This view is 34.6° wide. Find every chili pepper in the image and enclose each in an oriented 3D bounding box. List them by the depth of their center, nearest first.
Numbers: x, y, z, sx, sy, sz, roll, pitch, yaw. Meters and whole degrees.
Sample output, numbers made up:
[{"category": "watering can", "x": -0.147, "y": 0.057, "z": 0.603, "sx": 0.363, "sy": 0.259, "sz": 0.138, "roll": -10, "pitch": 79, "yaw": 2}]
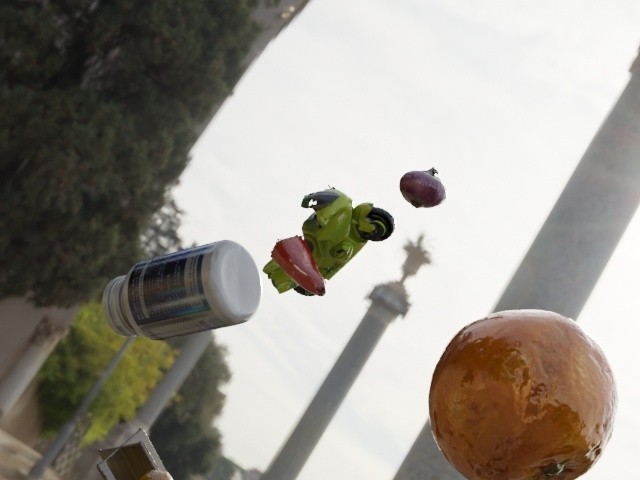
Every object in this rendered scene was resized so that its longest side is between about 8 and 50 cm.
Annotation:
[{"category": "chili pepper", "x": -0.032, "y": 0.064, "z": 2.175, "sx": 0.169, "sy": 0.088, "sz": 0.065, "roll": 53, "pitch": -30, "yaw": 43}]

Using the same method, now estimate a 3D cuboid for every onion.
[{"category": "onion", "x": 0.234, "y": -0.122, "z": 2.324, "sx": 0.115, "sy": 0.104, "sz": 0.115, "roll": 31, "pitch": -12, "yaw": 7}]

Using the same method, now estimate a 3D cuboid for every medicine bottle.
[{"category": "medicine bottle", "x": -0.177, "y": 0.068, "z": 1.295, "sx": 0.191, "sy": 0.107, "sz": 0.107, "roll": -14, "pitch": -41, "yaw": 29}]

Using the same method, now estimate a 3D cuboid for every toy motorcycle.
[{"category": "toy motorcycle", "x": 0.000, "y": 0.001, "z": 2.364, "sx": 0.206, "sy": 0.142, "sz": 0.342, "roll": 43, "pitch": -56, "yaw": -9}]

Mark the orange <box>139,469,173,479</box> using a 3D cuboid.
[{"category": "orange", "x": -0.306, "y": 0.467, "z": 1.903, "sx": 0.085, "sy": 0.085, "sz": 0.085, "roll": 30, "pitch": -15, "yaw": 9}]

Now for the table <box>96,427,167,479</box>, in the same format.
[{"category": "table", "x": -0.341, "y": 0.495, "z": 2.012, "sx": 0.227, "sy": 0.167, "sz": 0.167, "roll": 63, "pitch": -22, "yaw": -11}]

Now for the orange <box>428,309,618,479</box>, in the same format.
[{"category": "orange", "x": 0.276, "y": 0.221, "z": 1.413, "sx": 0.261, "sy": 0.261, "sz": 0.261, "roll": 30, "pitch": -15, "yaw": 9}]
